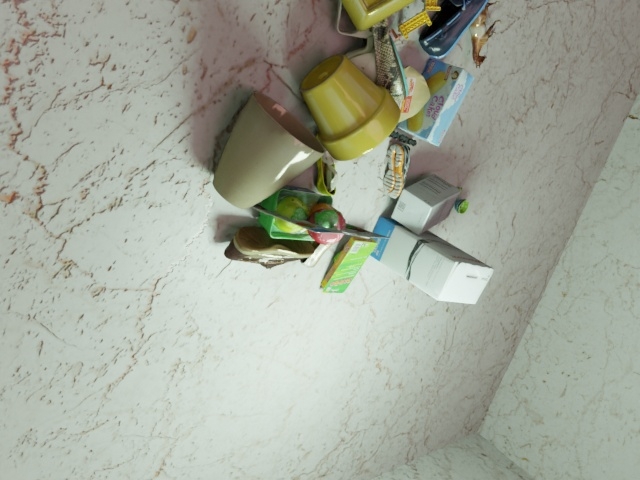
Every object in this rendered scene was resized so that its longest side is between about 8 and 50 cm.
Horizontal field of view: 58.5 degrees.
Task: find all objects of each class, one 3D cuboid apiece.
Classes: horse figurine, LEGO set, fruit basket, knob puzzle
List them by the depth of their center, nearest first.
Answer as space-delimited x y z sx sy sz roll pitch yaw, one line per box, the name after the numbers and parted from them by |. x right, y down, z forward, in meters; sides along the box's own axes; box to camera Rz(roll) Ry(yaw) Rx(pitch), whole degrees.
-0.008 -0.071 1.748 0.327 0.353 0.165 4 97 -44 | fruit basket
0.296 -0.733 1.804 0.132 0.107 0.286 21 109 -13 | LEGO set
0.279 -0.497 1.936 0.213 0.030 0.213 -7 121 -12 | knob puzzle
0.578 -0.775 2.036 0.174 0.066 0.263 -46 141 -19 | horse figurine

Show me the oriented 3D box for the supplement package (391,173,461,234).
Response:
0.409 -0.141 2.194 0.244 0.134 0.139 -26 145 -46 | supplement package

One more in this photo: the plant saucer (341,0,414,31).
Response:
0.165 -0.748 1.462 0.333 0.081 0.332 -25 122 20 | plant saucer

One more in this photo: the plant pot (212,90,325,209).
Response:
-0.169 -0.227 1.599 0.274 0.256 0.257 -48 141 17 | plant pot

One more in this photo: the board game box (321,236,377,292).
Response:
0.102 0.098 2.163 0.124 0.039 0.259 6 122 -44 | board game box

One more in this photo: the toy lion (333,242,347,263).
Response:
0.098 0.063 2.177 0.100 0.034 0.096 25 105 -49 | toy lion

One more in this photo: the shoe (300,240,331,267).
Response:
0.000 0.000 2.006 0.058 0.077 0.219 22 102 -53 | shoe

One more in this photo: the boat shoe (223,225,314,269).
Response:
-0.166 0.030 1.863 0.342 0.123 0.123 0 146 -50 | boat shoe

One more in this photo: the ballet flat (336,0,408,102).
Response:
0.138 -0.622 1.686 0.182 0.164 0.482 -19 125 -6 | ballet flat

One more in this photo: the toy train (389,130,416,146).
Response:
0.296 -0.368 2.066 0.158 0.036 0.027 10 96 -45 | toy train

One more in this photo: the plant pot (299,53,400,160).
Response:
0.070 -0.404 1.689 0.254 0.254 0.239 -48 121 -8 | plant pot

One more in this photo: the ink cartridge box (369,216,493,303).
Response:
0.415 0.075 2.200 0.286 0.395 0.166 10 109 -45 | ink cartridge box

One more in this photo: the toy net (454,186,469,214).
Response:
0.542 -0.129 2.447 0.232 0.045 0.122 -34 135 -21 | toy net

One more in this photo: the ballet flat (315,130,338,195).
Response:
0.027 -0.247 1.865 0.077 0.077 0.230 -23 130 -30 | ballet flat

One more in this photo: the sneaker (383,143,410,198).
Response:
0.291 -0.255 2.105 0.083 0.084 0.214 -26 133 -41 | sneaker

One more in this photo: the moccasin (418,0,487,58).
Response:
0.450 -0.766 1.868 0.117 0.138 0.341 23 102 -36 | moccasin

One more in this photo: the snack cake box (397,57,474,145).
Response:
0.399 -0.483 1.997 0.089 0.152 0.264 14 105 -48 | snack cake box
